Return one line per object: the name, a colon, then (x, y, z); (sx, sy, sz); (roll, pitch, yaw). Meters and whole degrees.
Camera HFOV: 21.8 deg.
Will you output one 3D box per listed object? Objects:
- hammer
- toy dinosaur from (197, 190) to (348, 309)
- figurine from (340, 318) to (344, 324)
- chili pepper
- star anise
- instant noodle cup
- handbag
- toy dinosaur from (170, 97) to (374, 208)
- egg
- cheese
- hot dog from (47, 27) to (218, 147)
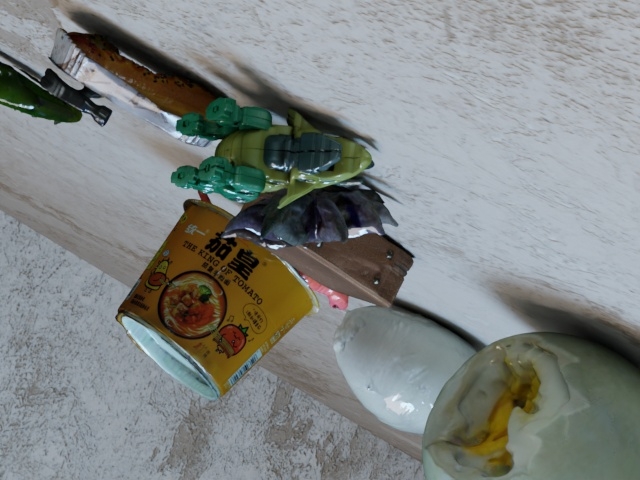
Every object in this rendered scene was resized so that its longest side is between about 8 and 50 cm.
hammer: (-0.234, -0.155, 1.696); (0.078, 0.021, 0.201); (32, -169, -3)
toy dinosaur: (-0.032, 0.008, 2.102); (0.139, 0.070, 0.286); (3, 148, 43)
figurine: (0.112, 0.174, 2.545); (0.187, 0.083, 0.083); (40, 171, 4)
chili pepper: (-0.445, -0.224, 2.003); (0.359, 0.076, 0.085); (32, 145, -20)
star anise: (-0.016, -0.025, 1.678); (0.204, 0.061, 0.180); (-9, -178, -41)
instant noodle cup: (-0.134, 0.079, 2.032); (0.215, 0.172, 0.216); (36, 163, 12)
handbag: (0.000, 0.000, 1.904); (0.193, 0.072, 0.151); (32, 170, -31)
toy dinosaur: (-0.074, -0.076, 1.576); (0.153, 0.094, 0.259); (14, 169, -35)
egg: (0.272, 0.258, 1.845); (0.278, 0.278, 0.336); (18, 159, 47)
cheese: (0.127, 0.182, 2.254); (0.189, 0.154, 0.198); (11, 161, 44)
hot dog: (-0.177, -0.153, 1.639); (0.191, 0.059, 0.108); (27, -176, -14)
